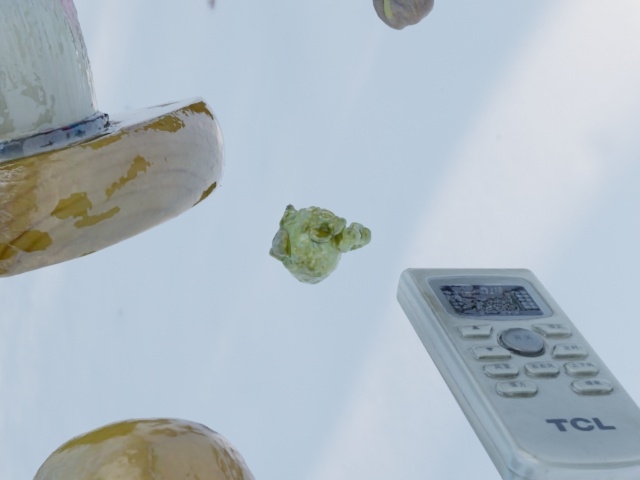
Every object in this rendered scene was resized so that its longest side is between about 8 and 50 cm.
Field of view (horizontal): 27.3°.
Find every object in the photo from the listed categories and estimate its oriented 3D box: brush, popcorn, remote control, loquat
[{"bbox_3d":[-0.170,-0.082,0.843,0.174,0.267,0.166,-4,102,40],"label":"brush"},{"bbox_3d":[-0.001,0.001,1.089,0.059,0.083,0.068,-136,39,-55],"label":"popcorn"},{"bbox_3d":[0.108,0.069,0.696,0.190,0.088,0.029,-116,31,-57],"label":"remote control"},{"bbox_3d":[-0.076,0.146,0.598,0.113,0.137,0.137,-25,55,16],"label":"loquat"}]

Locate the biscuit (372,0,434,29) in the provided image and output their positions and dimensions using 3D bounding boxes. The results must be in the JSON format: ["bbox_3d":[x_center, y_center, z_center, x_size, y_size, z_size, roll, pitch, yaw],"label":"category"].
[{"bbox_3d":[0.049,-0.345,1.338,0.186,0.044,0.295,36,151,27],"label":"biscuit"}]
